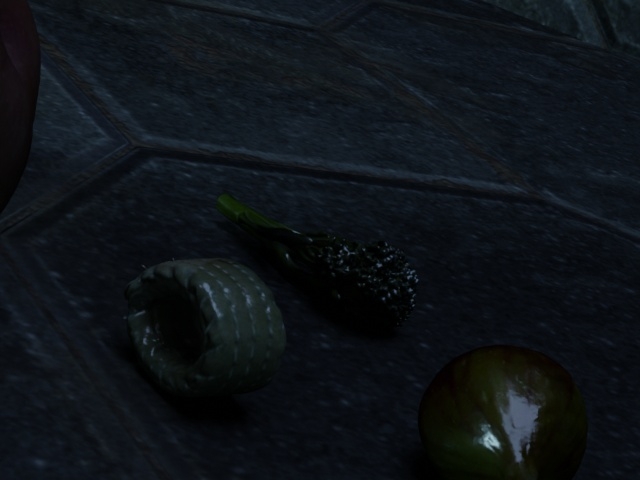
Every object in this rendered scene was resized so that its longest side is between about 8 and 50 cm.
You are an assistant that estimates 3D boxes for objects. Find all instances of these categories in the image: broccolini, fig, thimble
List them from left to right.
[{"bbox_3d":[-0.076,0.053,1.023,0.062,0.084,0.110,1,29,-42],"label":"thimble"},{"bbox_3d":[-0.009,0.018,1.260,0.202,0.068,0.091,17,0,41],"label":"broccolini"},{"bbox_3d":[0.120,0.125,1.003,0.109,0.103,0.155,-6,15,-6],"label":"fig"}]

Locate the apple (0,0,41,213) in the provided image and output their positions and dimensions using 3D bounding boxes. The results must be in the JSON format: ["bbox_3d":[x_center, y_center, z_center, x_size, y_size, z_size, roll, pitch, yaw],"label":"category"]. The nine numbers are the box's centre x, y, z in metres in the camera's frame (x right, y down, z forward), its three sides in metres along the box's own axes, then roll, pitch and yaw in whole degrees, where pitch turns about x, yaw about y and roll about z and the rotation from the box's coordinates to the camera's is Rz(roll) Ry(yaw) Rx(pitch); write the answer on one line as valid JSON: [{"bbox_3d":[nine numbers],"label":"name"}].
[{"bbox_3d":[-0.287,-0.098,0.919,0.235,0.306,0.306,-15,24,-1],"label":"apple"}]
